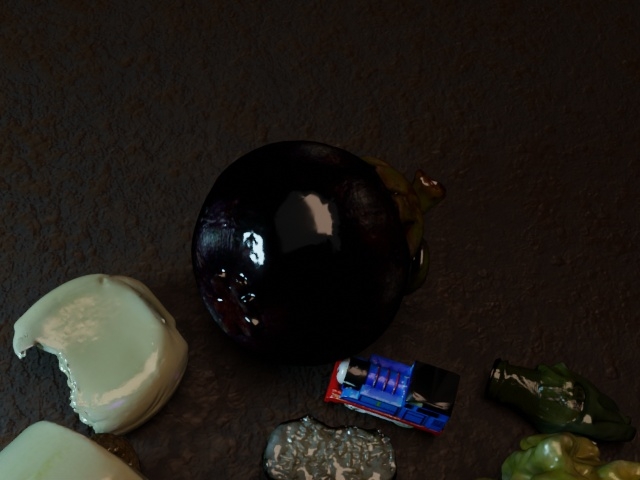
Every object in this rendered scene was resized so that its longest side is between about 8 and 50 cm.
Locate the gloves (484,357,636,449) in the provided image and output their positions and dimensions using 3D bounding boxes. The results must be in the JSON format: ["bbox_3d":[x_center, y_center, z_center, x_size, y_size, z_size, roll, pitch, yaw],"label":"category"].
[{"bbox_3d":[0.409,0.278,1.684,0.268,0.107,0.135,19,90,0],"label":"gloves"}]

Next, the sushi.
[{"bbox_3d":[0.013,0.364,1.560,0.212,0.115,0.147,6,56,-4],"label":"sushi"}]

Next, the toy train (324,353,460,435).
[{"bbox_3d":[0.119,0.245,1.635,0.204,0.131,0.083,18,59,2],"label":"toy train"}]

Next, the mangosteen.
[{"bbox_3d":[0.000,0.000,1.628,0.382,0.382,0.435,42,50,15],"label":"mangosteen"}]

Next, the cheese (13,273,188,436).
[{"bbox_3d":[-0.352,0.181,1.602,0.233,0.127,0.266,-32,68,-24],"label":"cheese"}]

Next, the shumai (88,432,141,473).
[{"bbox_3d":[-0.343,0.361,1.526,0.123,0.139,0.105,2,22,-40],"label":"shumai"}]

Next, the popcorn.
[{"bbox_3d":[0.359,0.423,1.462,0.312,0.312,0.312,4,60,-7],"label":"popcorn"}]

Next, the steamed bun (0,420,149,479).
[{"bbox_3d":[-0.364,0.441,1.263,0.290,0.456,0.371,35,62,22],"label":"steamed bun"}]
